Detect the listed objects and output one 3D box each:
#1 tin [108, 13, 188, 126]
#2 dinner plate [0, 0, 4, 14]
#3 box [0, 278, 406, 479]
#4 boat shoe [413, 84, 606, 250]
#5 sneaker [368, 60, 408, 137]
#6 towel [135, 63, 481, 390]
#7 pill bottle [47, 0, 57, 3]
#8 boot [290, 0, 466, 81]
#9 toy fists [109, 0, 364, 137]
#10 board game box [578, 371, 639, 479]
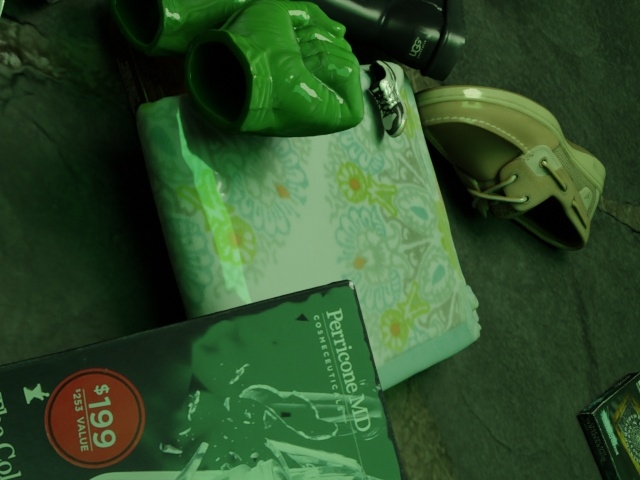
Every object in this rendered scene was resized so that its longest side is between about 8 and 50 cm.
[{"bbox_3d":[-0.140,-0.159,1.143,0.106,0.040,0.190,-16,88,-39],"label":"tin"},{"bbox_3d":[-0.335,-0.213,0.984,0.141,0.017,0.141,2,86,-24],"label":"dinner plate"},{"bbox_3d":[-0.097,0.234,0.887,0.312,0.179,0.343,-14,85,-17],"label":"box"},{"bbox_3d":[0.225,-0.079,1.363,0.341,0.121,0.110,24,69,-43],"label":"boat shoe"},{"bbox_3d":[0.064,-0.142,1.185,0.037,0.032,0.083,16,57,-38],"label":"sneaker"},{"bbox_3d":[0.000,0.000,1.159,0.374,0.090,0.321,-18,92,-49],"label":"towel"},{"bbox_3d":[-0.265,-0.319,1.028,0.215,0.117,0.117,56,49,-13],"label":"pill bottle"},{"bbox_3d":[0.047,-0.274,1.290,0.207,0.094,0.246,22,28,-11],"label":"boot"},{"bbox_3d":[-0.066,-0.180,1.042,0.142,0.279,0.096,-2,123,-39],"label":"toy fists"},{"bbox_3d":[0.395,0.274,1.478,0.126,0.026,0.186,-25,94,-42],"label":"board game box"}]
